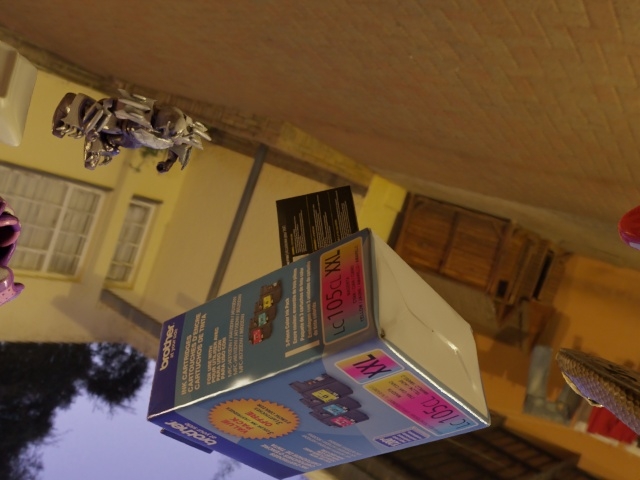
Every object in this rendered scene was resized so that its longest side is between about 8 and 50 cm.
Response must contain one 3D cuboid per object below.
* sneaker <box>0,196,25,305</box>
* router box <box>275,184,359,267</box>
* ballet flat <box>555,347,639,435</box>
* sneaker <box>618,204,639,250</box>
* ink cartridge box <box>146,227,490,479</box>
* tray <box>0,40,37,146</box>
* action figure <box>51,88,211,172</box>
[{"bbox_3d":[-0.336,-0.022,0.587,0.095,0.104,0.237,91,157,-63],"label":"sneaker"},{"bbox_3d":[0.000,0.000,1.040,0.133,0.179,0.046,-11,144,5],"label":"router box"},{"bbox_3d":[0.263,0.147,0.491,0.084,0.058,0.250,14,-172,-18],"label":"ballet flat"},{"bbox_3d":[0.464,-0.057,0.762,0.221,0.087,0.128,-17,143,34],"label":"sneaker"},{"bbox_3d":[-0.027,0.177,0.812,0.395,0.151,0.270,-24,135,28],"label":"ink cartridge box"},{"bbox_3d":[-0.388,-0.190,0.560,0.270,0.030,0.145,25,-145,-34],"label":"tray"},{"bbox_3d":[-0.292,-0.165,0.965,0.284,0.099,0.185,7,161,40],"label":"action figure"}]
